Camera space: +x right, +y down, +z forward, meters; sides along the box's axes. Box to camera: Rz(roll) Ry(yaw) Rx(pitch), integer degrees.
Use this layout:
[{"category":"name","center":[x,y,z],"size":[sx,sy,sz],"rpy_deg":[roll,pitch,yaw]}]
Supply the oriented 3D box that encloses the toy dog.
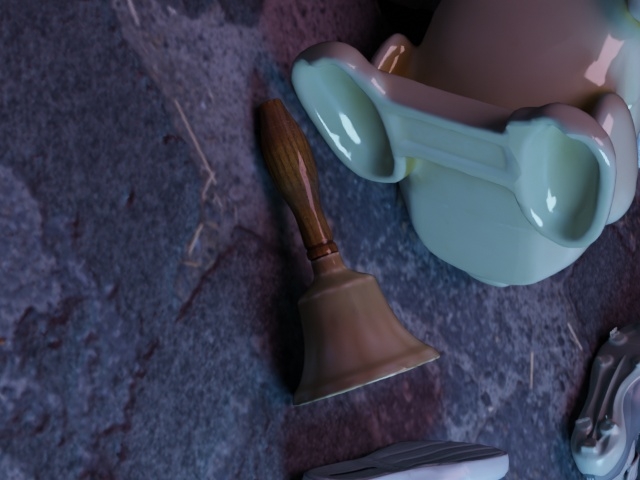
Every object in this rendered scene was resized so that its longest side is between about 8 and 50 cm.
[{"category":"toy dog","center":[0.231,-0.180,1.320],"size":[0.408,0.284,0.395],"rpy_deg":[-58,142,-23]}]

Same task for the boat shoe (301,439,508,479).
[{"category":"boat shoe","center":[0.070,0.221,1.274],"size":[0.226,0.083,0.076],"rpy_deg":[-2,98,-38]}]

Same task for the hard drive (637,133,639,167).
[{"category":"hard drive","center":[0.350,-0.212,1.660],"size":[0.172,0.054,0.255],"rpy_deg":[-26,105,-48]}]

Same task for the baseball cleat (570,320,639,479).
[{"category":"baseball cleat","center":[0.316,0.180,1.574],"size":[0.206,0.072,0.109],"rpy_deg":[-53,138,-35]}]

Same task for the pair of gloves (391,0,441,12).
[{"category":"pair of gloves","center":[0.084,-0.330,1.378],"size":[0.204,0.042,0.240],"rpy_deg":[6,86,-54]}]

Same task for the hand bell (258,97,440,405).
[{"category":"hand bell","center":[0.000,0.000,1.210],"size":[0.126,0.126,0.242],"rpy_deg":[-14,84,-49]}]
